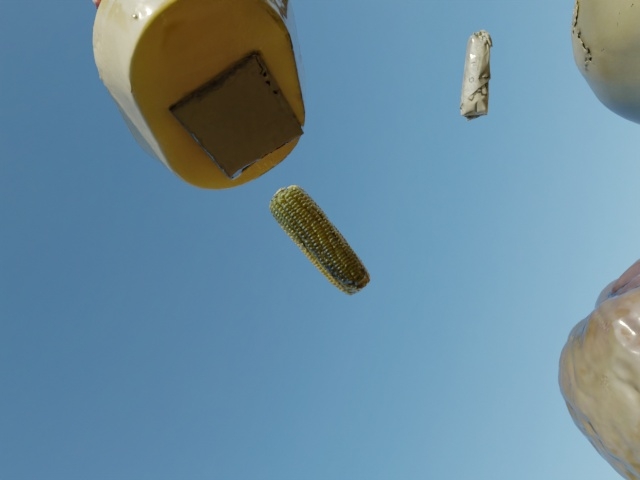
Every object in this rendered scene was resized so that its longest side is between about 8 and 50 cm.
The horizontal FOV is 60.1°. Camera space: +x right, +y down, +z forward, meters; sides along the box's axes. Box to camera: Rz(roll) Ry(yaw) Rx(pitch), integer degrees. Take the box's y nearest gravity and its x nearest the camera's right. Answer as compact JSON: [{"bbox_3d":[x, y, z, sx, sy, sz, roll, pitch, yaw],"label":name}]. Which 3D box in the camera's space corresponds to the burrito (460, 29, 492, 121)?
[{"bbox_3d":[0.355,-0.374,1.252,0.064,0.064,0.203,8,-94,-43],"label":"burrito"}]

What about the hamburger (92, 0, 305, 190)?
[{"bbox_3d":[-0.128,-0.194,0.643,0.227,0.151,0.295,-22,-37,-9],"label":"hamburger"}]

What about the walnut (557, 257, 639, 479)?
[{"bbox_3d":[0.359,0.130,0.526,0.248,0.248,0.249,-9,-77,-42],"label":"walnut"}]

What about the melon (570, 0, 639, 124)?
[{"bbox_3d":[0.359,-0.206,0.458,0.223,0.317,0.223,-1,-88,-22],"label":"melon"}]

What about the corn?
[{"bbox_3d":[0.000,0.000,0.857,0.072,0.072,0.203,-40,-91,-31],"label":"corn"}]
